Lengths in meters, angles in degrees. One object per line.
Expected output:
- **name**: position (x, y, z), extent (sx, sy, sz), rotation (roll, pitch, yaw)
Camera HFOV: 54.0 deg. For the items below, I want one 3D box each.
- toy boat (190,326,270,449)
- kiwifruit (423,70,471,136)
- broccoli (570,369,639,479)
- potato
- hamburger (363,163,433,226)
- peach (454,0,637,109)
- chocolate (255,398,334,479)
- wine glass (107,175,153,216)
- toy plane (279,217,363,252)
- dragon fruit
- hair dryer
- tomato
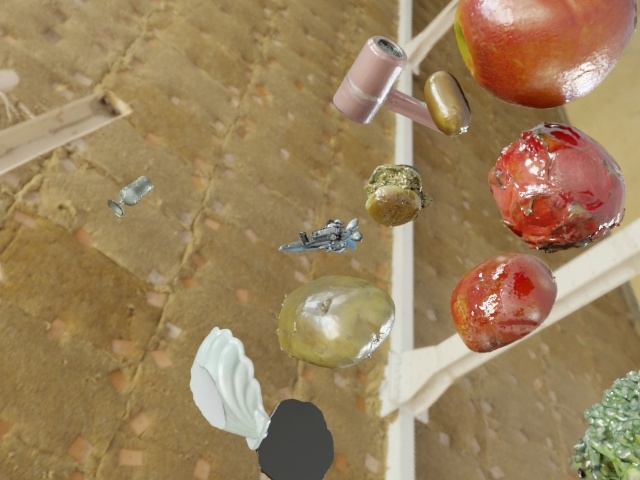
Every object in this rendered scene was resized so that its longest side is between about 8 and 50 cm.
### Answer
- **toy boat**: position (-0.218, 0.330, 1.406), extent (0.100, 0.200, 0.290), rotation (-10, -136, -38)
- **kiwifruit**: position (0.227, -0.245, 1.126), extent (0.075, 0.075, 0.125), rotation (-3, -108, -49)
- **broccoli**: position (0.434, 0.229, 0.642), extent (0.272, 0.334, 0.324), rotation (53, -169, 26)
- **potato**: position (0.012, 0.151, 1.208), extent (0.141, 0.296, 0.192), rotation (49, -119, -22)
- **hamburger**: position (0.202, -0.108, 1.632), extent (0.184, 0.159, 0.131), rotation (3, -138, -1)
- **peach**: position (0.483, -0.464, 1.350), extent (0.373, 0.372, 0.290), rotation (55, -172, 9)
- **chocolate**: position (-0.094, 0.537, 1.620), extent (0.206, 0.177, 0.224), rotation (44, -128, -8)
- **wine glass**: position (-0.328, -0.078, 1.095), extent (0.083, 0.042, 0.039), rotation (-47, -65, -37)
- **toy plane**: position (-0.001, -0.006, 1.841), extent (0.246, 0.078, 0.169), rotation (-5, -147, 0)
- **dragon fruit**: position (0.545, -0.117, 1.462), extent (0.302, 0.295, 0.295), rotation (53, -146, 10)
- **hair dryer**: position (0.236, -0.397, 1.726), extent (0.352, 0.210, 0.125), rotation (20, -140, -18)
- **tomato**: position (0.490, 0.149, 1.769), extent (0.143, 0.338, 0.338), rotation (43, -146, -19)
